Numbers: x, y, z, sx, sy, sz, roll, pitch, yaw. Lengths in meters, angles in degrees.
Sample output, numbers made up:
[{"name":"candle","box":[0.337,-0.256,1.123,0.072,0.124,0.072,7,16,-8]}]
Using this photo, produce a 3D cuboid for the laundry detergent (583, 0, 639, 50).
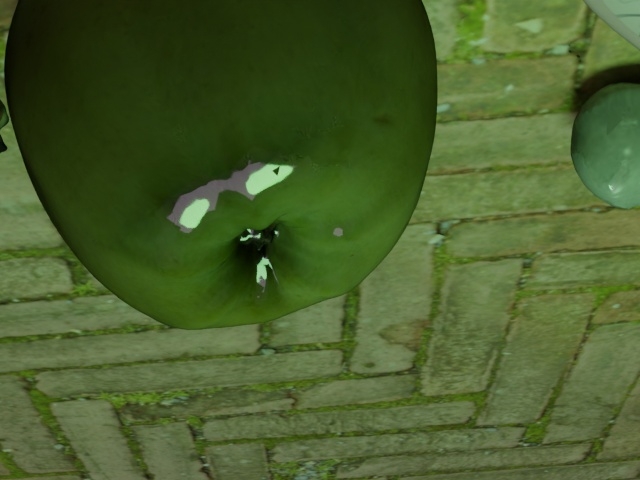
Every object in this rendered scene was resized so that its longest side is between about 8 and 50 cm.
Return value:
[{"name":"laundry detergent","box":[0.202,-0.193,0.742,0.159,0.088,0.335,-34,140,28]}]

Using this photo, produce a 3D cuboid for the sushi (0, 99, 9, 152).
[{"name":"sushi","box":[-0.264,-0.152,0.697,0.292,0.059,0.294,41,156,13]}]

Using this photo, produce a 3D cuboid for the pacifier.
[{"name":"pacifier","box":[0.326,-0.018,0.941,0.273,0.220,0.332,-7,174,8]}]

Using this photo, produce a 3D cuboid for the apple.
[{"name":"apple","box":[-0.058,-0.082,0.764,0.262,0.262,0.262,-2,151,-1]}]
